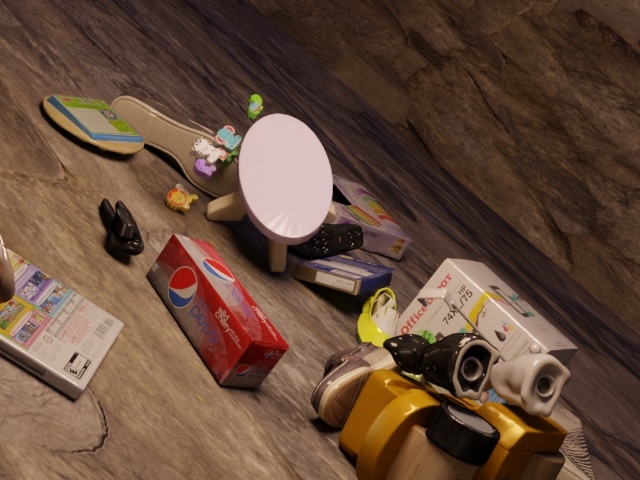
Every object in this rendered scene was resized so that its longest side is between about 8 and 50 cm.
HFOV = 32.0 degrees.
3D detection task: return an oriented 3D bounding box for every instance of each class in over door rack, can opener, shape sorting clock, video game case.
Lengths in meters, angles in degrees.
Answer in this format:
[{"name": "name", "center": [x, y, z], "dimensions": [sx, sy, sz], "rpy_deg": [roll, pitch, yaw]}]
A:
[{"name": "over door rack", "center": [0.274, 0.256, 1.863], "dimensions": [0.324, 0.108, 0.239], "rpy_deg": [38, 53, -22]}, {"name": "can opener", "center": [-0.321, -0.026, 1.816], "dimensions": [0.059, 0.073, 0.186], "rpy_deg": [19, 13, -23]}, {"name": "shape sorting clock", "center": [-0.434, -0.221, 2.134], "dimensions": [0.206, 0.040, 0.206], "rpy_deg": [29, 21, -12]}, {"name": "video game case", "center": [-0.364, 0.103, 1.447], "dimensions": [0.193, 0.023, 0.212], "rpy_deg": [34, 18, -7]}]

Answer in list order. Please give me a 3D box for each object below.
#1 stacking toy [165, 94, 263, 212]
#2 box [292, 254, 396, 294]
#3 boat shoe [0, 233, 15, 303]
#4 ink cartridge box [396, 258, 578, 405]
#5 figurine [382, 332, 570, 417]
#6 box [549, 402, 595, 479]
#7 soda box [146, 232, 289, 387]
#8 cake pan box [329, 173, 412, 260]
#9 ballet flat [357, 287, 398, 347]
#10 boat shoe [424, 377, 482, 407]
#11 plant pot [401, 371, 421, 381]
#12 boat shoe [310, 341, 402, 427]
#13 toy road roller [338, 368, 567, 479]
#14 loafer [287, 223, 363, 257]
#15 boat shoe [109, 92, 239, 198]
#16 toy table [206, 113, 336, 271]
[{"name": "stacking toy", "center": [-0.195, -0.167, 2.079], "dimensions": [0.052, 0.167, 0.221], "rpy_deg": [37, 50, 0]}, {"name": "box", "center": [0.054, 0.066, 2.223], "dimensions": [0.136, 0.037, 0.225], "rpy_deg": [15, 11, 23]}, {"name": "boat shoe", "center": [-0.497, -0.021, 1.399], "dimensions": [0.116, 0.123, 0.324], "rpy_deg": [-30, 56, -31]}, {"name": "ink cartridge box", "center": [0.318, 0.196, 2.187], "dimensions": [0.270, 0.198, 0.197], "rpy_deg": [44, 17, 25]}, {"name": "figurine", "center": [0.225, 0.187, 1.657], "dimensions": [0.215, 0.092, 0.209], "rpy_deg": [16, -4, -27]}, {"name": "box", "center": [0.423, 0.392, 2.054], "dimensions": [0.113, 0.094, 0.275], "rpy_deg": [34, 18, -5]}, {"name": "soda box", "center": [-0.161, 0.105, 1.707], "dimensions": [0.083, 0.092, 0.263], "rpy_deg": [17, 25, -48]}, {"name": "cake pan box", "center": [0.057, -0.074, 2.633], "dimensions": [0.267, 0.070, 0.246], "rpy_deg": [19, 22, -42]}, {"name": "ballet flat", "center": [0.116, 0.150, 2.135], "dimensions": [0.077, 0.077, 0.231], "rpy_deg": [37, 17, -9]}, {"name": "boat shoe", "center": [0.236, 0.288, 2.025], "dimensions": [0.081, 0.069, 0.228], "rpy_deg": [-1, 27, -12]}, {"name": "plant pot", "center": [0.127, 0.235, 1.951], "dimensions": [0.079, 0.083, 0.083], "rpy_deg": [21, 19, -7]}, {"name": "boat shoe", "center": [0.047, 0.223, 1.798], "dimensions": [0.092, 0.103, 0.285], "rpy_deg": [26, 19, 22]}, {"name": "toy road roller", "center": [0.183, 0.310, 1.659], "dimensions": [0.329, 0.202, 0.240], "rpy_deg": [16, 15, -46]}, {"name": "loafer", "center": [0.000, 0.000, 2.342], "dimensions": [0.078, 0.076, 0.223], "rpy_deg": [-5, 0, 40]}, {"name": "boat shoe", "center": [-0.272, -0.199, 2.266], "dimensions": [0.335, 0.112, 0.095], "rpy_deg": [33, 22, 3]}, {"name": "toy table", "center": [-0.082, -0.083, 2.107], "dimensions": [0.252, 0.161, 0.274], "rpy_deg": [11, 57, -7]}]
